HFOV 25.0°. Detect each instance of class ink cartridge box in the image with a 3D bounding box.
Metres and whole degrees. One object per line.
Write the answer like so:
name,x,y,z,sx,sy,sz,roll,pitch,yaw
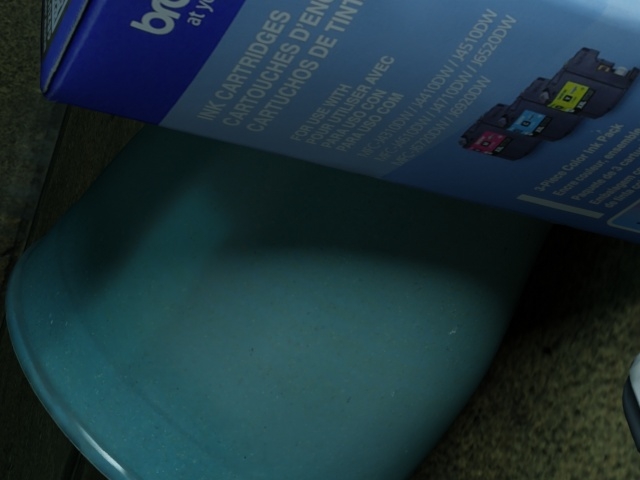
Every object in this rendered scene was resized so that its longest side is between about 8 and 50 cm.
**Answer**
ink cartridge box,0.032,-0.170,0.630,0.151,0.395,0.270,130,145,-50

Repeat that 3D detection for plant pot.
plant pot,0.000,0.000,0.834,0.255,0.271,0.272,-51,31,23

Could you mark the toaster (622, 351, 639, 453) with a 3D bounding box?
toaster,0.200,0.069,0.455,0.146,0.129,0.227,-62,25,29
